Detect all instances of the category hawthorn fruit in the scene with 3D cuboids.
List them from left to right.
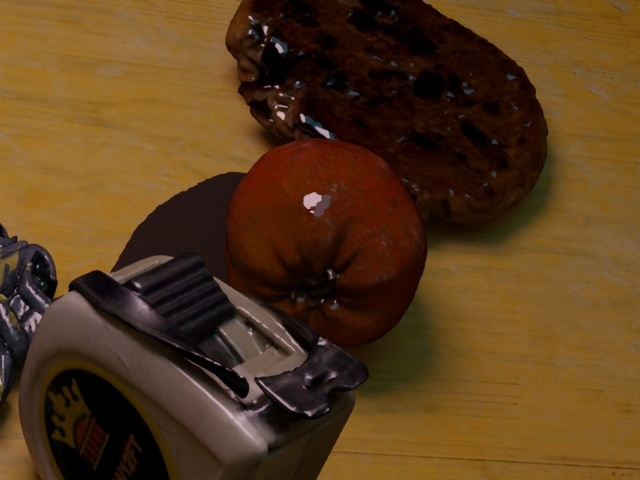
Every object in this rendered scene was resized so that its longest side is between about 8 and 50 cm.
[{"bbox_3d":[0.000,0.000,1.287,0.189,0.189,0.189,11,46,-12],"label":"hawthorn fruit"}]

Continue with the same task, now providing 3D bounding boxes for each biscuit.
[{"bbox_3d":[0.061,-0.137,1.498,0.334,0.081,0.289,38,46,9],"label":"biscuit"}]

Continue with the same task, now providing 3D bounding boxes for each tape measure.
[{"bbox_3d":[-0.099,0.104,1.072,0.133,0.271,0.231,-28,64,-38],"label":"tape measure"}]

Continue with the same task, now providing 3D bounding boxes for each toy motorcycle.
[{"bbox_3d":[-0.252,0.057,1.207,0.124,0.061,0.193,15,44,-11],"label":"toy motorcycle"}]

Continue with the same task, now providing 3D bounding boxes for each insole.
[{"bbox_3d":[-0.126,0.034,1.314,0.111,0.007,0.328,29,45,9],"label":"insole"}]
